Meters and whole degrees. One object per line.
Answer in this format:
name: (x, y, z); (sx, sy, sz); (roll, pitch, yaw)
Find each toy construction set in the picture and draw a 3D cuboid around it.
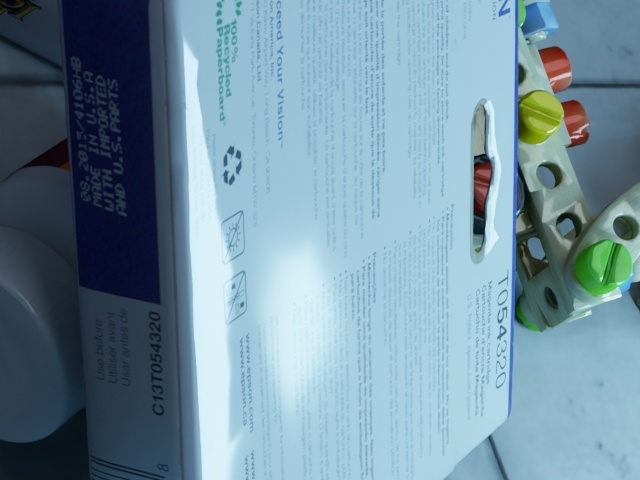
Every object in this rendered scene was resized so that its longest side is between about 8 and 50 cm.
toy construction set: (0.150, -0.077, 1.157); (0.215, 0.151, 0.327); (-16, 64, -18)

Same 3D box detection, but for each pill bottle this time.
pill bottle: (-0.099, 0.001, 0.925); (0.121, 0.121, 0.221); (50, 44, -2)

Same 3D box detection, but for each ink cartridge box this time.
ink cartridge box: (0.000, 0.000, 0.905); (0.330, 0.071, 0.324); (-31, 125, -55)

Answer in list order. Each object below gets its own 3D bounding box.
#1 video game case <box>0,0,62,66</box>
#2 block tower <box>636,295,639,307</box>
video game case: (-0.134, -0.222, 1.082); (0.244, 0.061, 0.269); (28, 49, -25)
block tower: (0.351, -0.019, 1.326); (0.335, 0.097, 0.091); (-26, 82, -47)
